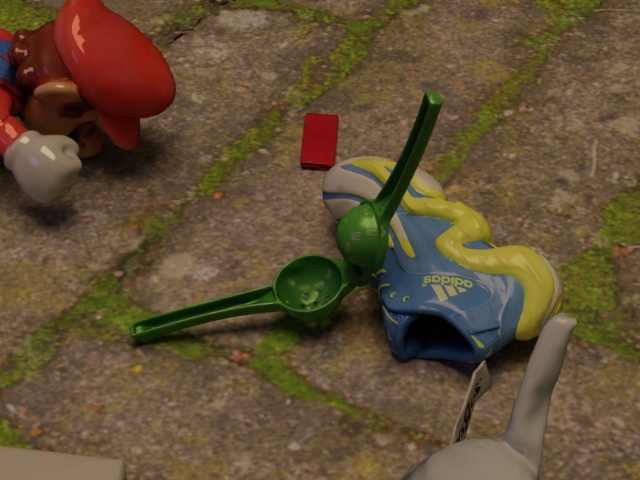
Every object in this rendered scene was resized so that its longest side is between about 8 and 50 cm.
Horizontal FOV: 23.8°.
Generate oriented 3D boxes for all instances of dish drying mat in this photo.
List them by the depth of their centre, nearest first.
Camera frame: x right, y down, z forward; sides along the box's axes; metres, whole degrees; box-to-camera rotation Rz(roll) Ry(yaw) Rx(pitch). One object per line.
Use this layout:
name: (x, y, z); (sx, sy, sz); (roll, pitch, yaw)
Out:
dish drying mat: (-0.001, -0.092, 1.403); (0.032, 0.008, 0.083); (3, 37, 1)

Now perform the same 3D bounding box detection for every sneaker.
sneaker: (0.068, 0.017, 1.202); (0.240, 0.091, 0.126); (28, 50, 33)

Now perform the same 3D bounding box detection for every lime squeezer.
lime squeezer: (0.000, 0.000, 1.160); (0.310, 0.110, 0.059); (-37, 31, 23)

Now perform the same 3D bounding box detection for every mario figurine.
mario figurine: (-0.284, -0.107, 1.356); (0.320, 0.170, 0.198); (-6, 74, 6)

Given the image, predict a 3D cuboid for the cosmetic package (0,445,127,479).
cosmetic package: (-0.304, 0.222, 0.878); (0.365, 0.155, 0.197); (7, 39, 6)

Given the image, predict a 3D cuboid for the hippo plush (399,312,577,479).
hippo plush: (0.101, 0.250, 0.864); (0.236, 0.234, 0.294); (41, 62, 0)
